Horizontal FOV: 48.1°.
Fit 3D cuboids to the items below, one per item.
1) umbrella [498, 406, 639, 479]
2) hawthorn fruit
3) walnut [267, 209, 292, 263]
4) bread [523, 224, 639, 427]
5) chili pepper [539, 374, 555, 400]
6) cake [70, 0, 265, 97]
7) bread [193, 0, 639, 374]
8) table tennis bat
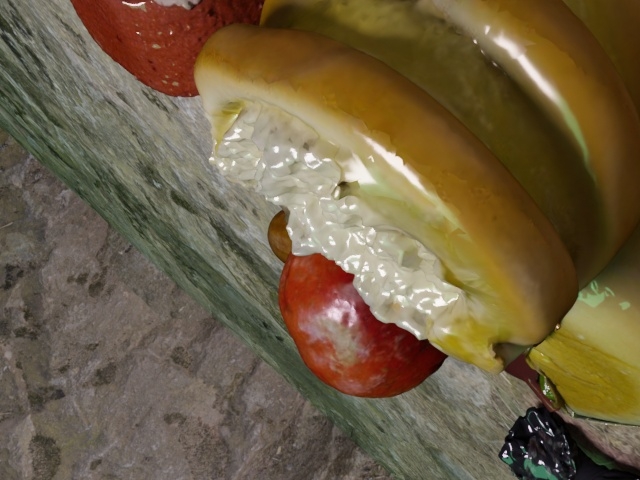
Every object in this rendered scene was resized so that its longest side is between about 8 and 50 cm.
[{"bbox_3d":[0.391,0.347,1.014,0.272,0.110,0.122,29,122,34],"label":"umbrella"},{"bbox_3d":[0.082,0.064,0.867,0.242,0.242,0.272,44,150,-1],"label":"hawthorn fruit"},{"bbox_3d":[0.000,0.000,1.075,0.207,0.116,0.116,9,142,48],"label":"walnut"},{"bbox_3d":[0.272,0.066,0.599,0.156,0.158,0.260,28,157,13],"label":"bread"},{"bbox_3d":[0.303,0.149,0.817,0.072,0.073,0.204,21,169,10],"label":"chili pepper"},{"bbox_3d":[-0.153,-0.265,0.693,0.283,0.177,0.151,36,160,27],"label":"cake"},{"bbox_3d":[0.068,-0.095,0.467,0.316,0.270,0.211,40,177,34],"label":"bread"},{"bbox_3d":[0.283,0.182,1.011,0.154,0.019,0.098,47,161,-3],"label":"table tennis bat"}]
